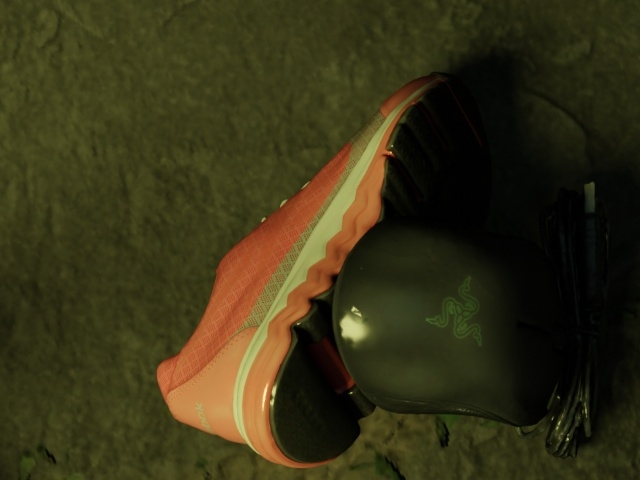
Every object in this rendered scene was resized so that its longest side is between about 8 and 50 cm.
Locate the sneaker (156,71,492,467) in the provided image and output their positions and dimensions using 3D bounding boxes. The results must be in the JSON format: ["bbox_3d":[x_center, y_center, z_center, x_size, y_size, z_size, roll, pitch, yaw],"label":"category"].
[{"bbox_3d":[0.000,0.000,0.998,0.314,0.136,0.116,-56,133,-33],"label":"sneaker"}]

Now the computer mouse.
[{"bbox_3d":[0.116,0.047,0.971,0.272,0.072,0.189,7,85,-49],"label":"computer mouse"}]
